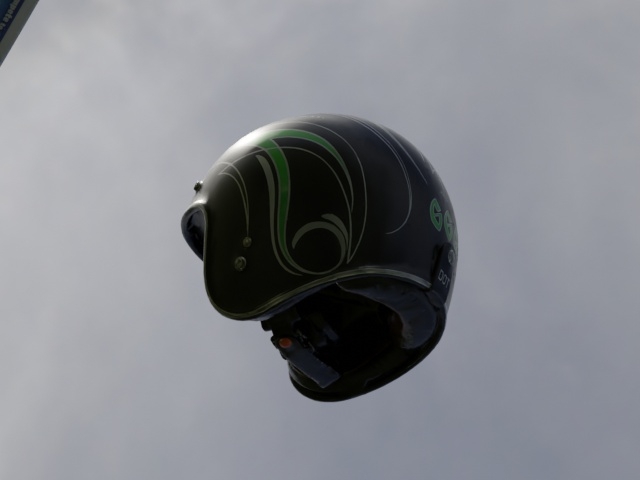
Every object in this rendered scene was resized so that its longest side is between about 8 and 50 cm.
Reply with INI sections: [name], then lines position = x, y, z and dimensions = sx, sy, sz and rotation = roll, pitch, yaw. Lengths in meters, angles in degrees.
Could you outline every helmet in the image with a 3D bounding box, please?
[helmet]
position = 0.000, 0.000, 1.207
dimensions = 0.169, 0.169, 0.161
rotation = -44, -139, 32

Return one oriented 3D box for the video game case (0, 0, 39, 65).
[video game case]
position = -0.166, -0.116, 0.761
dimensions = 0.087, 0.122, 0.011
rotation = -60, -149, 0
